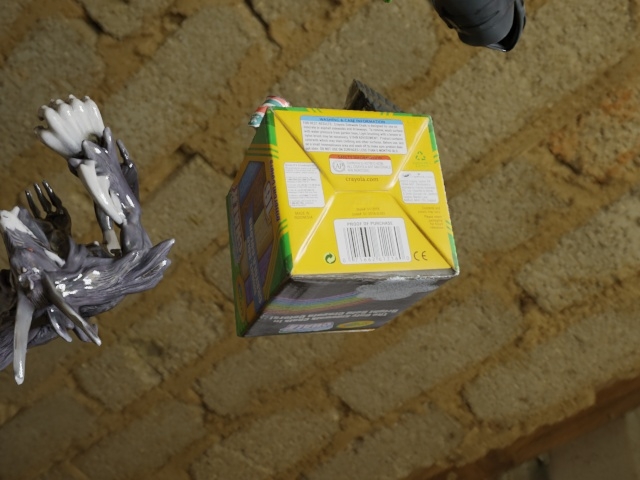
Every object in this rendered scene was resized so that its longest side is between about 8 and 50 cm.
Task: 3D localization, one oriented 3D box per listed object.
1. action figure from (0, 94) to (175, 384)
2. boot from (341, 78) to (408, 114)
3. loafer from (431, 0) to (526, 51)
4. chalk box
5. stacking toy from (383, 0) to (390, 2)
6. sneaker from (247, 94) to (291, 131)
[{"bbox_3d":[-0.192,-0.006,0.552,0.164,0.141,0.275,-33,-162,-1],"label":"action figure"},{"bbox_3d":[0.024,-0.088,0.874,0.161,0.083,0.246,-56,-179,14],"label":"boot"},{"bbox_3d":[0.143,-0.213,0.701,0.076,0.078,0.223,-18,177,24],"label":"loafer"},{"bbox_3d":[0.000,0.000,0.648,0.213,0.133,0.132,133,-47,-63],"label":"chalk box"},{"bbox_3d":[0.086,-0.436,1.094,0.052,0.167,0.221,-58,-166,-25],"label":"stacking toy"},{"bbox_3d":[-0.057,-0.122,1.134,0.057,0.161,0.075,7,-136,41],"label":"sneaker"}]
